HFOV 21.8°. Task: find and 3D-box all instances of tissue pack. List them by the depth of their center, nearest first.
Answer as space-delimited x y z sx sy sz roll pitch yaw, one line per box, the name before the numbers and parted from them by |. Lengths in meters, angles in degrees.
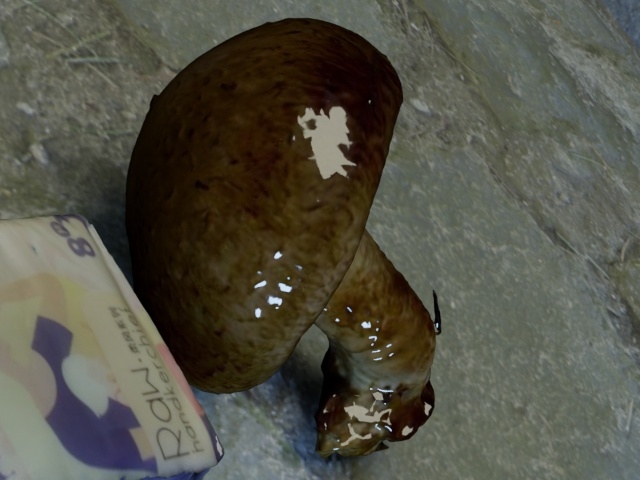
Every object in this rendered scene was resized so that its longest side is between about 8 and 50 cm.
tissue pack | -0.250 0.106 1.165 0.344 0.125 0.242 -6 59 -54

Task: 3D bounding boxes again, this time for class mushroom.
mushroom | -0.012 0.004 1.417 0.356 0.334 0.331 40 31 5
